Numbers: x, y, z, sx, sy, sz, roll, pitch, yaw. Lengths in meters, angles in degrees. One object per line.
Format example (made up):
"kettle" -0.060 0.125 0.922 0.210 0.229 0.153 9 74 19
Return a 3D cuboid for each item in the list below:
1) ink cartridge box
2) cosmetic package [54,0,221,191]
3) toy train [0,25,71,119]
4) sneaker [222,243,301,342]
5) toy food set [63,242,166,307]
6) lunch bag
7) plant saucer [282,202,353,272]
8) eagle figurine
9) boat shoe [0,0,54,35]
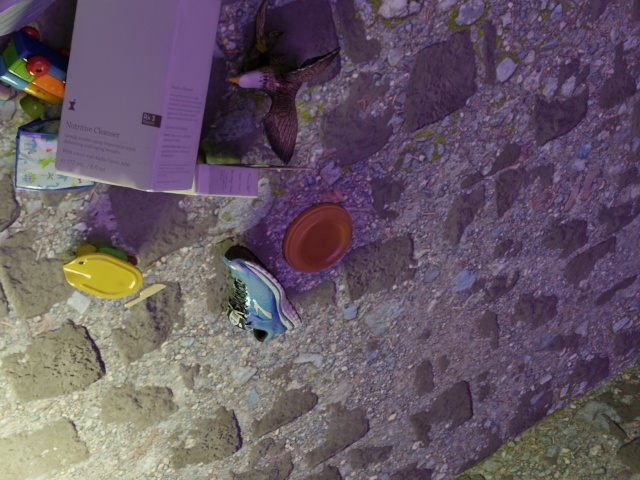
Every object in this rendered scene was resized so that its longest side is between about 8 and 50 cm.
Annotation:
"ink cartridge box" -0.206 -0.127 1.898 0.261 0.296 0.066 0 95 -35
"cosmetic package" -0.323 -0.293 1.651 0.156 0.217 0.385 -15 115 -68
"toy train" -0.499 -0.279 1.731 0.143 0.105 0.248 -39 145 17
"sneaker" -0.163 0.145 2.245 0.147 0.130 0.330 -38 135 -10
"toy food set" -0.460 0.062 2.025 0.128 0.071 0.218 -34 138 24
"lunch bag" -0.516 -0.166 1.789 0.151 0.096 0.129 -14 129 -40
"plant saucer" 0.000 0.000 2.320 0.200 0.037 0.200 -18 129 -24
"eagle figurine" -0.075 -0.308 1.855 0.225 0.298 0.226 -32 134 -14
"boat shoe" -0.513 -0.438 1.613 0.226 0.076 0.083 -37 172 -18
